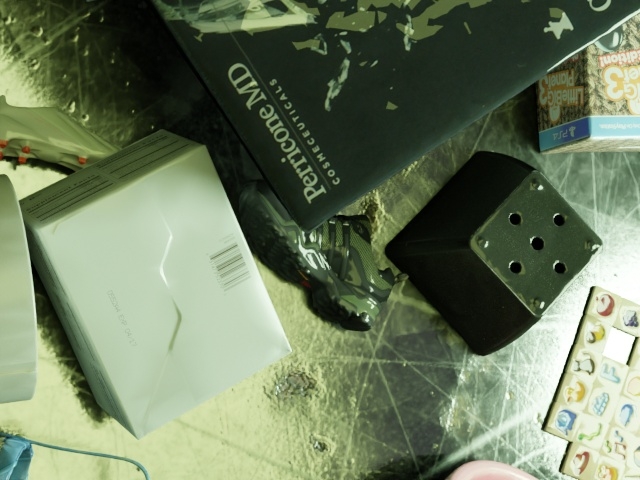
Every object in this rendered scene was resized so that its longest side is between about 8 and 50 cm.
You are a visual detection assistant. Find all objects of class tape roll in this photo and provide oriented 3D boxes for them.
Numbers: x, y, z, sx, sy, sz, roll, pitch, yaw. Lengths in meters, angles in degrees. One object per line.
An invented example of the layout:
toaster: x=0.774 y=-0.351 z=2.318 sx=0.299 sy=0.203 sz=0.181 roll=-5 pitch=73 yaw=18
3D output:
tape roll: x=-0.398 y=0.058 z=1.713 sx=0.169 sy=0.246 sz=0.246 roll=-7 pitch=88 yaw=-19

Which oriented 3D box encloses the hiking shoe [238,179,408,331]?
hiking shoe: x=0.000 y=0.000 z=1.939 sx=0.227 sy=0.086 sz=0.114 roll=47 pitch=61 yaw=-15

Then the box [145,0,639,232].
box: x=0.034 y=-0.347 z=1.704 sx=0.471 sy=0.297 sz=0.480 roll=-34 pitch=103 yaw=0

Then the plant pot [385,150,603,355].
plant pot: x=0.224 y=0.008 z=1.955 sx=0.188 sy=0.167 sz=0.187 roll=47 pitch=74 yaw=-8

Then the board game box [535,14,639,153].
board game box: x=0.397 y=-0.260 z=2.043 sx=0.232 sy=0.141 sz=0.291 roll=-2 pitch=86 yaw=-18

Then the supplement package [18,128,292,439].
supplement package: x=-0.187 y=0.043 z=1.800 sx=0.204 sy=0.145 sz=0.262 roll=-28 pitch=112 yaw=-17

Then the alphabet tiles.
alphabet tiles: x=0.394 y=0.203 z=2.076 sx=0.198 sy=0.009 sz=0.237 roll=24 pitch=79 yaw=-15

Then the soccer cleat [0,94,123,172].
soccer cleat: x=-0.282 y=-0.113 z=1.858 sx=0.196 sy=0.068 sz=0.076 roll=16 pitch=59 yaw=-20

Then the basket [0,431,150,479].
basket: x=-0.345 y=0.328 z=1.730 sx=0.289 sy=0.201 sz=0.255 roll=15 pitch=80 yaw=-6

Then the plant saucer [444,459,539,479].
plant saucer: x=0.243 y=0.411 z=1.892 sx=0.332 sy=0.332 sz=0.084 roll=39 pitch=117 yaw=-11
